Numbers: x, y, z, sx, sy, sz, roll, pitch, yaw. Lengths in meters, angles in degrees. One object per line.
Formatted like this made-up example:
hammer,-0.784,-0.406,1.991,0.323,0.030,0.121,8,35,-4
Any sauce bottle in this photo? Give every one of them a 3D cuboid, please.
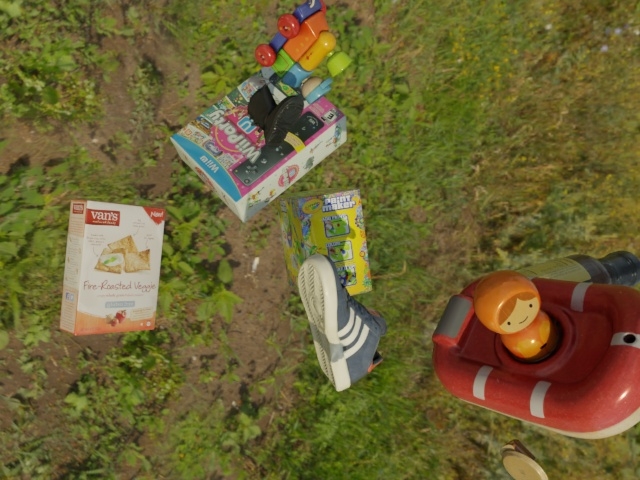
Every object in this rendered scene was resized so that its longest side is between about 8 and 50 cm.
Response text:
sauce bottle,0.406,0.085,0.930,0.344,0.111,0.111,-10,99,-26

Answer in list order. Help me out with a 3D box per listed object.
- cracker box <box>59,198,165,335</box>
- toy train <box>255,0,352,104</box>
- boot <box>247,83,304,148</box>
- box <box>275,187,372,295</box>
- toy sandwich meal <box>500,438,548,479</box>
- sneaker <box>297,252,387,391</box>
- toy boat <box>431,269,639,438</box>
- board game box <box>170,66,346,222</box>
cracker box,-0.373,0.047,1.003,0.156,0.067,0.232,4,91,-50
toy train,0.004,-0.351,0.965,0.143,0.248,0.105,48,53,-9
boot,-0.082,-0.231,0.965,0.045,0.121,0.099,-5,57,-37
box,0.000,0.000,1.569,0.177,0.290,0.279,-10,99,-14
toy sandwich meal,0.330,0.361,0.893,0.029,0.085,0.085,-39,117,-33
sneaker,0.056,0.150,1.124,0.148,0.131,0.350,-23,132,-16
toy boat,0.200,0.085,0.534,0.151,0.231,0.151,45,64,-33
board game box,-0.128,-0.220,1.194,0.303,0.224,0.097,-42,161,-13
